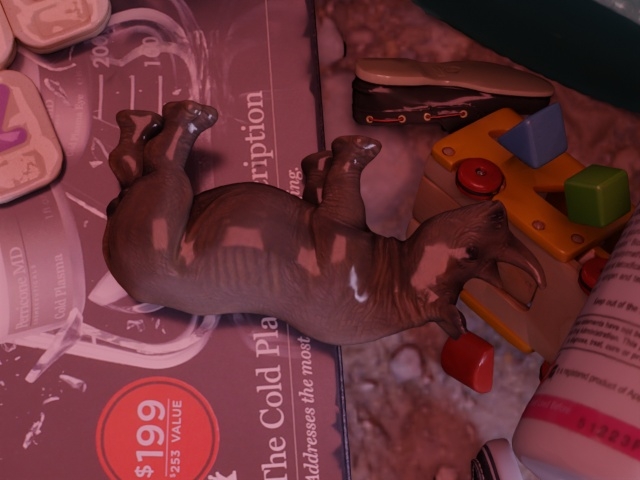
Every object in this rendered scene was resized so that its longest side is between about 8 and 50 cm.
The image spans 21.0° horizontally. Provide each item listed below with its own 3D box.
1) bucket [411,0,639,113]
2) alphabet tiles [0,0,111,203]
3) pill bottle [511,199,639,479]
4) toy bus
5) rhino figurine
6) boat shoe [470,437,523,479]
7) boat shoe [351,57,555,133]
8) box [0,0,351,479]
[{"bbox_3d":[0.178,-0.200,1.028,0.281,0.281,0.183,25,87,4],"label":"bucket"},{"bbox_3d":[-0.268,-0.131,0.949,0.284,0.021,0.278,-22,84,-5],"label":"alphabet tiles"},{"bbox_3d":[0.230,0.022,0.878,0.160,0.160,0.283,29,81,4],"label":"pill bottle"},{"bbox_3d":[0.149,0.009,1.045,0.104,0.191,0.202,-29,104,-34],"label":"toy bus"},{"bbox_3d":[0.000,0.000,0.914,0.243,0.073,0.106,12,77,-1],"label":"rhino figurine"},{"bbox_3d":[0.091,0.216,1.061,0.083,0.065,0.183,-6,83,-2],"label":"boat shoe"},{"bbox_3d":[0.085,-0.093,1.121,0.133,0.049,0.042,1,115,-8],"label":"boat shoe"},{"bbox_3d":[-0.147,0.009,1.037,0.312,0.179,0.343,-5,81,0],"label":"box"}]
